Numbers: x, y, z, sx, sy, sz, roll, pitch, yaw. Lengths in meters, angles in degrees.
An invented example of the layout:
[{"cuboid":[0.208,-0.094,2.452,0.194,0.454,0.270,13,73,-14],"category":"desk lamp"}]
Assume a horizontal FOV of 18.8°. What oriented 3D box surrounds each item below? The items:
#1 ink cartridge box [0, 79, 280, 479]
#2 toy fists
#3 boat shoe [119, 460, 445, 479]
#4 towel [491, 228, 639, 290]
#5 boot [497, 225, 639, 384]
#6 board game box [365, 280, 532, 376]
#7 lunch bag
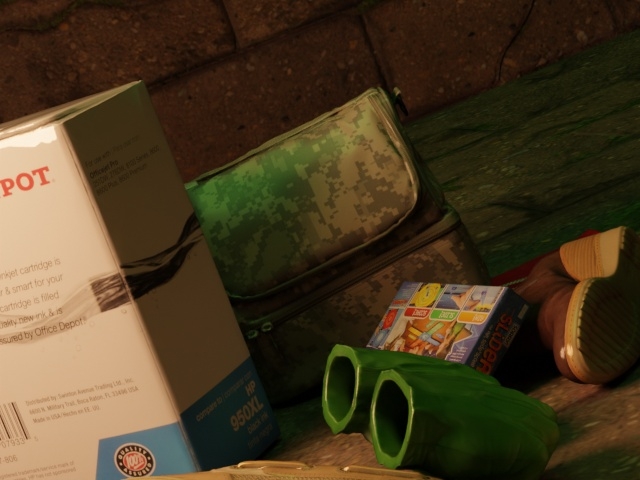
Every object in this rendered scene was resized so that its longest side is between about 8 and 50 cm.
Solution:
[{"cuboid":[-0.252,0.071,1.918,0.285,0.394,0.166,-14,13,31],"category":"ink cartridge box"},{"cuboid":[0.100,0.150,1.581,0.142,0.096,0.279,8,2,-15],"category":"toy fists"},{"cuboid":[-0.037,0.230,1.494,0.341,0.121,0.110,-1,15,34],"category":"boat shoe"},{"cuboid":[0.290,0.039,2.063,0.199,0.031,0.275,-25,11,-21],"category":"towel"},{"cuboid":[0.209,0.097,1.847,0.207,0.090,0.248,-34,15,30],"category":"boot"},{"cuboid":[0.107,0.106,1.862,0.136,0.035,0.201,-59,23,-14],"category":"board game box"},{"cuboid":[0.000,0.000,2.119,0.305,0.256,0.212,-27,9,2],"category":"lunch bag"}]
